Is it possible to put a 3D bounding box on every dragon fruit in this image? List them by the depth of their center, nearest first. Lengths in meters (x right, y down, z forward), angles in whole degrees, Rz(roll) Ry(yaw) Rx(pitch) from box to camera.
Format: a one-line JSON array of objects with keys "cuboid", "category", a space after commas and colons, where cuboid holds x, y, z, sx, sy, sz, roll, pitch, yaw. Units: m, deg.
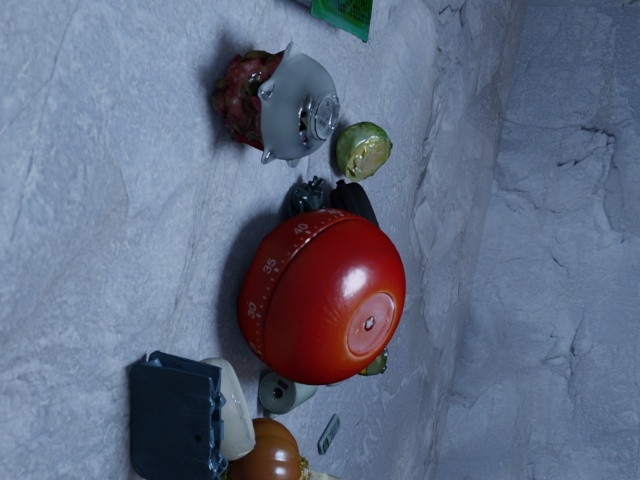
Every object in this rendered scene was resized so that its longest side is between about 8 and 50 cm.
[{"cuboid": [-0.111, -0.280, 1.527, 0.282, 0.147, 0.211, 21, 87, -62], "category": "dragon fruit"}]

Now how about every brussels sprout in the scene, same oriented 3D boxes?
[{"cuboid": [0.096, -0.237, 2.007, 0.151, 0.122, 0.149, -43, 140, -2], "category": "brussels sprout"}]

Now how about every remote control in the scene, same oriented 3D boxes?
[{"cuboid": [0.026, 0.545, 2.203, 0.124, 0.017, 0.053, -51, 141, -49], "category": "remote control"}]

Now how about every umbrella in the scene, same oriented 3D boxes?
[{"cuboid": [0.003, -0.001, 1.899, 0.143, 0.094, 0.349, -60, 150, -32], "category": "umbrella"}]

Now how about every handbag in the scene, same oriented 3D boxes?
[{"cuboid": [-0.241, 0.318, 1.351, 0.062, 0.179, 0.229, -28, 124, -62], "category": "handbag"}, {"cuboid": [0.098, -0.021, 1.962, 0.308, 0.093, 0.254, 72, 0, -70], "category": "handbag"}]

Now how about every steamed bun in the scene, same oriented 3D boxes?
[{"cuboid": [-0.204, 0.321, 1.470, 0.228, 0.130, 0.177, 85, -17, -53], "category": "steamed bun"}]

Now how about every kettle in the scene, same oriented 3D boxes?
[{"cuboid": [-0.072, 0.358, 1.839, 0.148, 0.098, 0.127, -1, 92, -69], "category": "kettle"}]

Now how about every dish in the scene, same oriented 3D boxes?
[{"cuboid": [-0.027, -0.232, 1.459, 0.228, 0.086, 0.236, -58, 150, -26], "category": "dish"}]

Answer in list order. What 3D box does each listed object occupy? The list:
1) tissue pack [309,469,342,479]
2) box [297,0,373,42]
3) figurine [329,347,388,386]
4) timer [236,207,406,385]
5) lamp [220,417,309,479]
[{"cuboid": [-0.022, 0.709, 2.060, 0.148, 0.092, 0.196, 50, 51, -59], "category": "tissue pack"}, {"cuboid": [0.020, -0.600, 1.739, 0.336, 0.106, 0.264, -6, 102, -65], "category": "box"}, {"cuboid": [0.098, 0.333, 2.151, 0.250, 0.141, 0.167, -1, 100, -65], "category": "figurine"}, {"cuboid": [0.010, 0.122, 1.663, 0.378, 0.279, 0.378, -28, 132, -35], "category": "timer"}, {"cuboid": [-0.125, 0.484, 1.634, 0.223, 0.196, 0.223, -172, -90, -76], "category": "lamp"}]
